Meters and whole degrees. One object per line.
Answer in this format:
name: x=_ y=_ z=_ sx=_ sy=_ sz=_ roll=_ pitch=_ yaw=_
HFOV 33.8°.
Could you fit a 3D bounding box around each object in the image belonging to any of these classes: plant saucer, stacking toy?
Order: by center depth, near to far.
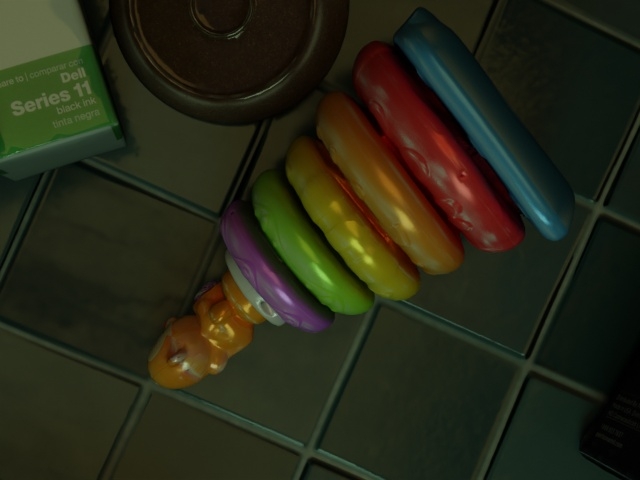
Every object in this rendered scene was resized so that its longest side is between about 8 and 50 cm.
stacking toy: x=0.000 y=0.000 z=0.702 sx=0.302 sy=0.175 sz=0.166 roll=-37 pitch=94 yaw=9
plant saucer: x=-0.065 y=-0.160 z=0.712 sx=0.168 sy=0.029 sz=0.169 roll=2 pitch=106 yaw=6

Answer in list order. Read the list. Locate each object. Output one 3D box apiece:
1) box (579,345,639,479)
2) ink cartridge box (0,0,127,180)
box: x=0.393 y=0.105 z=0.713 sx=0.296 sy=0.183 sz=0.294 roll=31 pitch=86 yaw=-6
ink cartridge box: x=-0.196 y=-0.152 z=0.662 sx=0.086 sy=0.153 sz=0.208 roll=-18 pitch=93 yaw=-8
